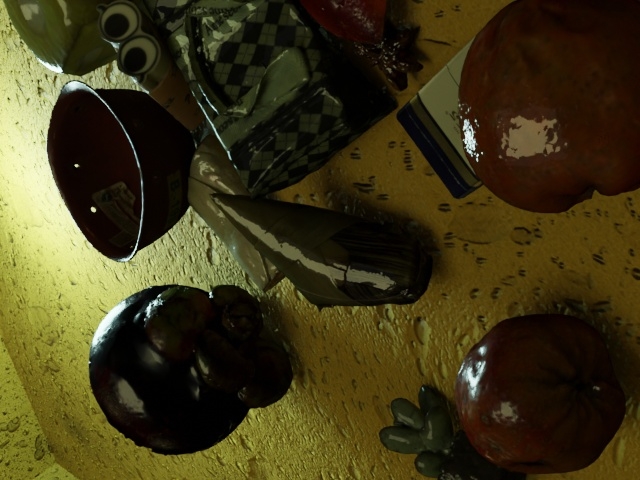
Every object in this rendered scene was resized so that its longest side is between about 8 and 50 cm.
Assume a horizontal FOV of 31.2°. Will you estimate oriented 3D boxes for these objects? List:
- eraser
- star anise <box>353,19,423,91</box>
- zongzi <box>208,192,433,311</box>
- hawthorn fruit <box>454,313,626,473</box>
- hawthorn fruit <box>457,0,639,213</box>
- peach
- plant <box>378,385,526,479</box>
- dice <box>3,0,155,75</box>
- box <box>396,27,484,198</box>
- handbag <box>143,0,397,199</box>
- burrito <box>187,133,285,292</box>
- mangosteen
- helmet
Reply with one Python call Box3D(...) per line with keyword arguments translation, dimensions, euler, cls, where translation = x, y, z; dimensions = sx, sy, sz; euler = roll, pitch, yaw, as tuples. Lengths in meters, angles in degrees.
Box3D(translation=(-0.292, -0.313, 2.044), dimensions=(0.171, 0.087, 0.290), euler=(58, -177, 14), cls="eraser")
Box3D(translation=(0.075, -0.303, 1.714), dimensions=(0.190, 0.070, 0.097), euler=(43, 149, 24), cls="star anise")
Box3D(translation=(0.000, 0.000, 1.920), dimensions=(0.317, 0.154, 0.289), euler=(32, 158, -33), cls="zongzi")
Box3D(translation=(0.321, 0.226, 1.710), dimensions=(0.262, 0.258, 0.258), euler=(30, 144, 64), cls="hawthorn fruit")
Box3D(translation=(0.292, -0.190, 1.344), dimensions=(0.277, 0.277, 0.298), euler=(5, 114, 52), cls="hawthorn fruit")
Box3D(translation=(0.010, -0.397, 1.652), dimensions=(0.189, 0.068, 0.279), euler=(-35, 77, 46), cls="peach")
Box3D(translation=(0.231, 0.378, 2.051), dimensions=(0.274, 0.146, 0.149), euler=(33, 145, 33), cls="plant")
Box3D(translation=(-0.434, -0.463, 2.104), dimensions=(0.227, 0.233, 0.238), euler=(53, 148, 7), cls="dice")
Box3D(translation=(0.226, -0.179, 1.614), dimensions=(0.168, 0.071, 0.259), euler=(54, 149, 3), cls="box")
Box3D(translation=(-0.094, -0.312, 1.857), dimensions=(0.316, 0.180, 0.416), euler=(-34, 85, 51), cls="handbag")
Box3D(translation=(-0.154, -0.053, 2.227), dimensions=(0.299, 0.105, 0.143), euler=(51, 139, 10), cls="burrito")
Box3D(translation=(-0.283, 0.262, 2.486), dimensions=(0.381, 0.421, 0.381), euler=(60, -171, -16), cls="mangosteen")
Box3D(translation=(-0.364, -0.165, 2.290), dimensions=(0.337, 0.230, 0.385), euler=(37, 134, 35), cls="helmet")
